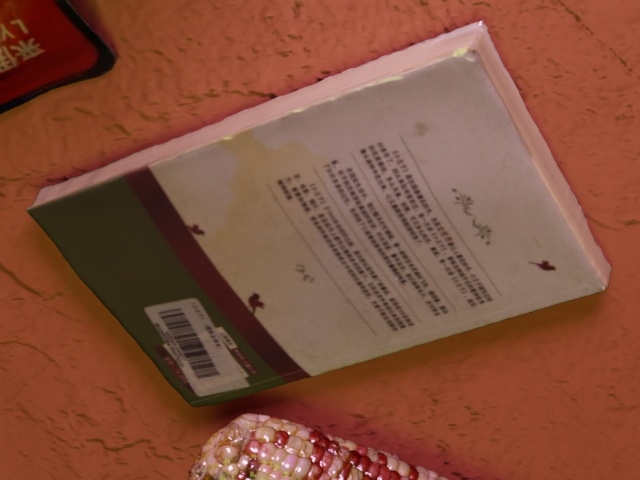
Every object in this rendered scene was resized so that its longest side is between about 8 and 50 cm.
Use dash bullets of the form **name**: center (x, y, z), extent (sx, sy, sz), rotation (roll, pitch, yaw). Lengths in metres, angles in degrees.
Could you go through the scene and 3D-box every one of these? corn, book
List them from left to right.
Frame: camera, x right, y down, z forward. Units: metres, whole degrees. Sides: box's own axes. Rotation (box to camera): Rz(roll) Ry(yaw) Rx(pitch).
- **book**: center (0.000, 0.000, 0.946), extent (0.289, 0.026, 0.201), rotation (-18, 128, 21)
- **corn**: center (0.034, 0.181, 1.070), extent (0.253, 0.086, 0.086), rotation (25, 130, -12)

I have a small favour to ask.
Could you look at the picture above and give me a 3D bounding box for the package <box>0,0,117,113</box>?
- **package**: center (-0.246, -0.145, 0.824), extent (0.194, 0.071, 0.269), rotation (-6, 151, 26)
